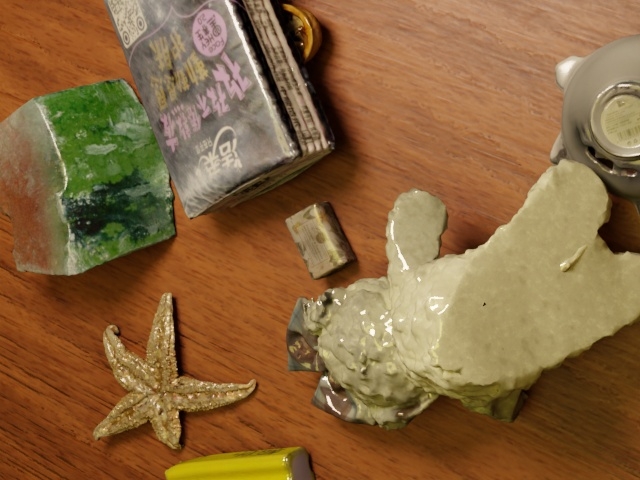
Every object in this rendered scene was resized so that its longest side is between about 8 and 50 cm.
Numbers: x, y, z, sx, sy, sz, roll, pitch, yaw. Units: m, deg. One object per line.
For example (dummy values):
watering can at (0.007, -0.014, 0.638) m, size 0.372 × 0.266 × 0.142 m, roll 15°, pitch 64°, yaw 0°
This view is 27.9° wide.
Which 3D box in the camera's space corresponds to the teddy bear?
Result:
teddy bear at (0.169, 0.084, 1.647) m, size 0.375 × 0.362 × 0.327 m, roll -36°, pitch 98°, yaw -17°

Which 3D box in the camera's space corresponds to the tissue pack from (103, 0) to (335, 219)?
tissue pack at (-0.149, -0.233, 1.749) m, size 0.259 × 0.122 × 0.361 m, roll -28°, pitch 84°, yaw 46°

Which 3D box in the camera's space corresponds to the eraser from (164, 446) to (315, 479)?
eraser at (-0.107, 0.385, 1.854) m, size 0.226 × 0.069 × 0.158 m, roll -10°, pitch 90°, yaw 28°

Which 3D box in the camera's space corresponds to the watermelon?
watermelon at (-0.381, -0.076, 1.898) m, size 0.302 × 0.151 × 0.264 m, roll -17°, pitch 89°, yaw 28°

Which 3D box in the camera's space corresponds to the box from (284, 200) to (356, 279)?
box at (0.000, 0.000, 1.765) m, size 0.062 × 0.045 × 0.098 m, roll -32°, pitch 80°, yaw 26°

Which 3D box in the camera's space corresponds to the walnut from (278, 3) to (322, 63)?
walnut at (-0.039, -0.275, 1.747) m, size 0.121 × 0.052 × 0.091 m, roll -1°, pitch 100°, yaw 44°

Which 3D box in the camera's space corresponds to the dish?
dish at (0.372, -0.132, 1.528) m, size 0.236 × 0.086 × 0.228 m, roll 11°, pitch 101°, yaw 27°

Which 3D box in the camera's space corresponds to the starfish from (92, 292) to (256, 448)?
starfish at (-0.236, 0.200, 1.913) m, size 0.295 × 0.048 × 0.231 m, roll -17°, pitch 88°, yaw 28°
